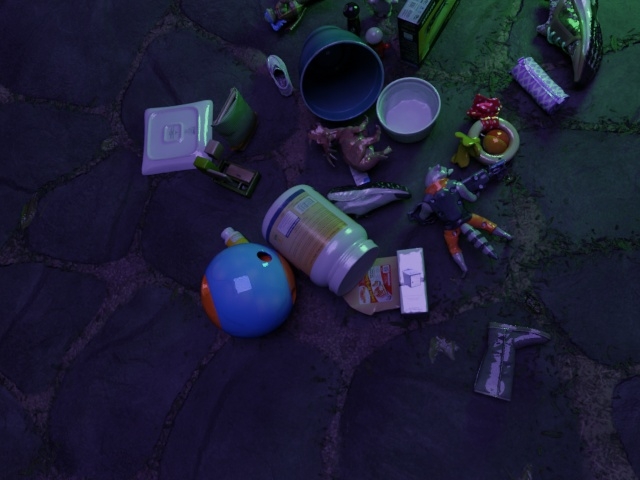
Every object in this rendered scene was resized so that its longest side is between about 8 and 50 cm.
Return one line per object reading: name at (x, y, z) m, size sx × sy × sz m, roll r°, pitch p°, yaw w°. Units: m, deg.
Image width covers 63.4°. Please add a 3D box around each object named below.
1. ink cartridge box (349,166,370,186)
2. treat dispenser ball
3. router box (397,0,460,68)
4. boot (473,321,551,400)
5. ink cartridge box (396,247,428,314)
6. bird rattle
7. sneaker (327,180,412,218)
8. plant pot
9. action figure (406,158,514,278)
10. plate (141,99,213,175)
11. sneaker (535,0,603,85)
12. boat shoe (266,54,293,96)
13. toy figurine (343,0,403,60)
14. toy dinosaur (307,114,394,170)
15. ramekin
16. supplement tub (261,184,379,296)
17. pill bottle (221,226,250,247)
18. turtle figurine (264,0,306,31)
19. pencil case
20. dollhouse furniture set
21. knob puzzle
ink cartridge box at (0.132, -0.222, 1.739) m, size 0.048 × 0.028 × 0.083 m, roll -22°, pitch 72°, yaw 5°
treat dispenser ball at (-0.216, 0.150, 1.567) m, size 0.288 × 0.288 × 0.288 m, roll -3°, pitch 74°, yaw 11°
router box at (0.370, -0.776, 1.735) m, size 0.081 × 0.243 × 0.308 m, roll 29°, pitch 82°, yaw 17°
boot at (0.545, 0.349, 1.471) m, size 0.190 × 0.076 × 0.208 m, roll 4°, pitch 68°, yaw 27°
ink cartridge box at (0.278, 0.132, 1.551) m, size 0.082 × 0.139 × 0.190 m, roll -7°, pitch 73°, yaw 12°
bird rattle at (0.536, -0.333, 1.665) m, size 0.207 × 0.143 × 0.253 m, roll 33°, pitch 70°, yaw 6°
sneaker at (0.161, -0.131, 1.684) m, size 0.272 × 0.100 × 0.108 m, roll -7°, pitch 106°, yaw 3°
plant pot at (0.048, -0.583, 1.729) m, size 0.272 × 0.271 × 0.255 m, roll -20°, pitch 44°, yaw 5°
action figure at (0.446, -0.103, 1.556) m, size 0.341 × 0.178 × 0.330 m, roll -38°, pitch 89°, yaw 13°
plate at (-0.536, -0.389, 1.914) m, size 0.278 × 0.045 × 0.277 m, roll -5°, pitch 73°, yaw 9°
sneaker at (0.810, -0.686, 1.703) m, size 0.182 × 0.158 × 0.410 m, roll -9°, pitch 72°, yaw 41°
boat shoe at (-0.155, -0.611, 1.888) m, size 0.066 × 0.063 × 0.184 m, roll -19°, pitch 72°, yaw 6°
toy figurine at (0.206, -0.770, 1.815) m, size 0.209 × 0.148 × 0.213 m, roll -34°, pitch 70°, yaw 1°
toy dinosaur at (0.106, -0.295, 1.693) m, size 0.200 × 0.127 × 0.295 m, roll -40°, pitch 55°, yaw 0°
ramekin at (0.292, -0.423, 1.721) m, size 0.207 × 0.109 × 0.207 m, roll -3°, pitch 73°, yaw 10°
supplement tub at (0.000, 0.000, 1.594) m, size 0.316 × 0.228 × 0.228 m, roll 40°, pitch 85°, yaw 20°
pill bottle at (-0.280, 0.010, 1.738) m, size 0.065 × 0.065 × 0.116 m, roll -45°, pitch 70°, yaw -3°
turtle figurine at (-0.108, -0.936, 1.902) m, size 0.266 × 0.198 × 0.274 m, roll -20°, pitch 75°, yaw 1°
pencil case at (0.707, -0.503, 1.671) m, size 0.086 × 0.088 × 0.206 m, roll -36°, pitch 72°, yaw 2°
dollhouse furniture set at (-0.270, -0.330, 1.761) m, size 0.151 × 0.197 × 0.301 m, roll 22°, pitch 81°, yaw 18°
knob puzzle at (0.154, 0.146, 1.628) m, size 0.213 × 0.030 × 0.213 m, roll -9°, pitch 62°, yaw 19°
